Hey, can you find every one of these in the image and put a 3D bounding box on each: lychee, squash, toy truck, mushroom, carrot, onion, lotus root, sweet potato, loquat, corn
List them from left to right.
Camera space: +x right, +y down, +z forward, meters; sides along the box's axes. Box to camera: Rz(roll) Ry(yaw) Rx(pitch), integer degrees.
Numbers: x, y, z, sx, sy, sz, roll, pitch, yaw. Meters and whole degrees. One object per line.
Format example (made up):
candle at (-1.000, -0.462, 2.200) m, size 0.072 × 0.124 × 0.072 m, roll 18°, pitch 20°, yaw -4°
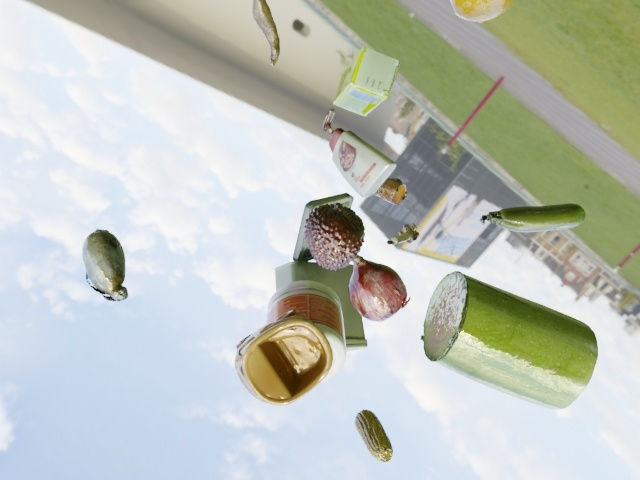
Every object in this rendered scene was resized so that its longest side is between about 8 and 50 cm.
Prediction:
lotus root at (-0.444, 0.052, 1.186) m, size 0.088 × 0.088 × 0.165 m, roll -1°, pitch -110°, yaw -61°
sweet potato at (-0.107, -0.425, 1.143) m, size 0.038 × 0.041 × 0.153 m, roll 23°, pitch 142°, yaw 39°
toy truck at (-0.101, 0.320, 1.565) m, size 0.204 × 0.287 × 0.211 m, roll 57°, pitch -175°, yaw -1°
lychee at (0.026, -0.008, 1.117) m, size 0.123 × 0.129 × 0.123 m, roll 20°, pitch 180°, yaw 0°
onion at (0.138, 0.119, 1.536) m, size 0.195 × 0.159 × 0.159 m, roll 55°, pitch -166°, yaw -17°
corn at (0.161, 0.591, 1.753) m, size 0.080 × 0.080 × 0.231 m, roll 32°, pitch -177°, yaw -14°
carrot at (0.220, -0.225, 2.320) m, size 0.263 × 0.102 × 0.101 m, roll 26°, pitch -170°, yaw 33°
mushroom at (0.256, -0.015, 1.794) m, size 0.187 × 0.060 × 0.062 m, roll -14°, pitch -96°, yaw -61°
loquat at (0.511, -0.806, 1.798) m, size 0.243 × 0.244 × 0.244 m, roll 33°, pitch -161°, yaw -13°
squash at (0.485, 0.266, 1.532) m, size 0.384 × 0.263 × 0.263 m, roll 22°, pitch -159°, yaw -7°
squash at (0.668, -0.070, 1.802) m, size 0.331 × 0.087 × 0.087 m, roll -2°, pitch -156°, yaw -1°

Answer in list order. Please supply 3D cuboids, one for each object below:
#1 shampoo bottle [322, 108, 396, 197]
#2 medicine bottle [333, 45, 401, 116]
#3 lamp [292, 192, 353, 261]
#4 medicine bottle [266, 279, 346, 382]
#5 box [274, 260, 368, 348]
shampoo bottle at (0.095, -0.275, 1.767) m, size 0.071 × 0.153 × 0.284 m, roll -16°, pitch -120°, yaw -49°
medicine bottle at (0.147, -0.519, 1.907) m, size 0.141 × 0.137 × 0.250 m, roll 16°, pitch 175°, yaw -12°
lamp at (0.011, -0.049, 2.280) m, size 0.047 × 0.267 × 0.269 m, roll 31°, pitch -150°, yaw 31°
medicine bottle at (-0.048, 0.295, 1.840) m, size 0.252 × 0.252 × 0.241 m, roll 30°, pitch -150°, yaw -22°
box at (-0.005, 0.269, 2.268) m, size 0.351 × 0.177 × 0.344 m, roll 5°, pitch -109°, yaw -39°
